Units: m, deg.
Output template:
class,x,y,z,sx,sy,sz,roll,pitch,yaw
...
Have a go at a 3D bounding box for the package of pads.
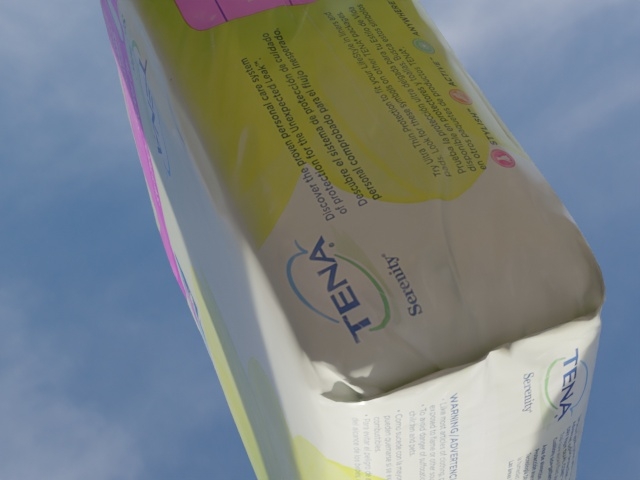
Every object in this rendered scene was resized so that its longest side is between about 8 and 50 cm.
class,x,y,z,sx,sy,sz,roll,pitch,yaw
package of pads,0.000,0.000,0.522,0.101,0.229,0.296,-18,-130,-12
